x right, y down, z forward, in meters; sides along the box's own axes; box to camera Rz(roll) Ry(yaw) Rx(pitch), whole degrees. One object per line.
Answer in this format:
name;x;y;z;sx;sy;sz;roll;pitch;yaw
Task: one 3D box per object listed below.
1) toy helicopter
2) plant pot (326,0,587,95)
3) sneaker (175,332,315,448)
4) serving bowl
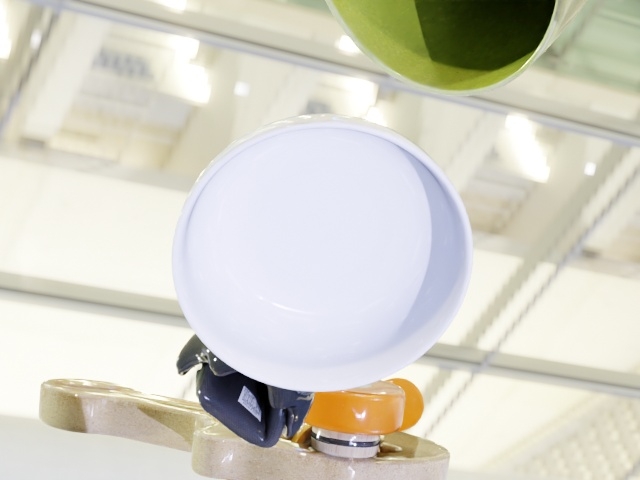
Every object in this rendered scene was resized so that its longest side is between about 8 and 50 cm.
toy helicopter;-0.063;0.154;1.443;0.355;0.235;0.140;9;-83;22
plant pot;0.183;-0.318;1.696;0.274;0.293;0.275;20;-55;30
sneaker;-0.028;0.034;1.012;0.130;0.087;0.227;-58;-170;11
serving bowl;0.000;0.000;0.494;0.027;0.083;0.083;-96;-153;-62
